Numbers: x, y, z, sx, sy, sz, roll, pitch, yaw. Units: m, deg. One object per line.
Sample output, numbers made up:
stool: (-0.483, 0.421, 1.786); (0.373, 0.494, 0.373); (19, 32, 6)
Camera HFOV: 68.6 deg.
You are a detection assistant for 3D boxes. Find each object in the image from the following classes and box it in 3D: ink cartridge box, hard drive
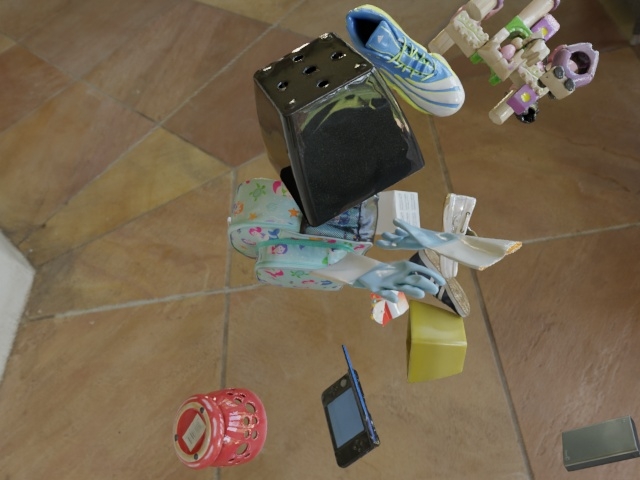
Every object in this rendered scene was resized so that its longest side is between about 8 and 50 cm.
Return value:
ink cartridge box: (0.282, 0.242, 1.893); (0.045, 0.145, 0.179); (-18, 7, 36)
hard drive: (0.539, 0.393, 0.908); (0.135, 0.022, 0.094); (-34, 4, 32)

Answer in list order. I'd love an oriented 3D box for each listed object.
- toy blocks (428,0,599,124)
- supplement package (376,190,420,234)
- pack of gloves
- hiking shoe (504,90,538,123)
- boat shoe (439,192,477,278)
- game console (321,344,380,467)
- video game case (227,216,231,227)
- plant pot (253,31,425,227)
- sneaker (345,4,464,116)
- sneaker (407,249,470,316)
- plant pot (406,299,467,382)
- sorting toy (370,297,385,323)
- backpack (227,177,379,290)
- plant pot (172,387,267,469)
toy blocks: (0.447, -0.452, 0.997); (0.260, 0.309, 0.288); (-43, 94, -2)
supplement package: (0.241, -0.099, 1.760); (0.194, 0.203, 0.149); (-5, 90, 34)
pack of gloves: (0.115, 0.011, 0.649); (0.195, 0.046, 0.232); (-23, 17, -26)
hiking shoe: (0.647, -0.426, 1.490); (0.086, 0.114, 0.227); (-10, 9, 43)
boat shoe: (0.382, 0.000, 1.290); (0.096, 0.277, 0.098); (7, 41, 19)
game console: (0.072, 0.545, 1.553); (0.250, 0.173, 0.293); (-42, 35, 18)
video game case: (-0.331, -0.029, 2.109); (0.173, 0.190, 0.022); (24, 70, 3)
plant pot: (0.008, -0.167, 0.654); (0.188, 0.167, 0.187); (-30, 49, -2)
sneaker: (0.125, -0.285, 0.755); (0.240, 0.126, 0.091); (42, 118, 7)
sneaker: (0.402, 0.172, 1.683); (0.153, 0.099, 0.282); (-38, 81, 31)
plant pot: (0.402, 0.357, 1.645); (0.187, 0.212, 0.212); (3, 34, 8)
sorting toy: (0.188, 0.232, 1.606); (0.045, 0.075, 0.083); (5, 100, -9)
backpack: (-0.042, -0.011, 0.855); (0.253, 0.225, 0.191); (14, 73, -4)
plant pot: (-0.258, 0.466, 1.172); (0.191, 0.174, 0.191); (-12, 68, 33)
